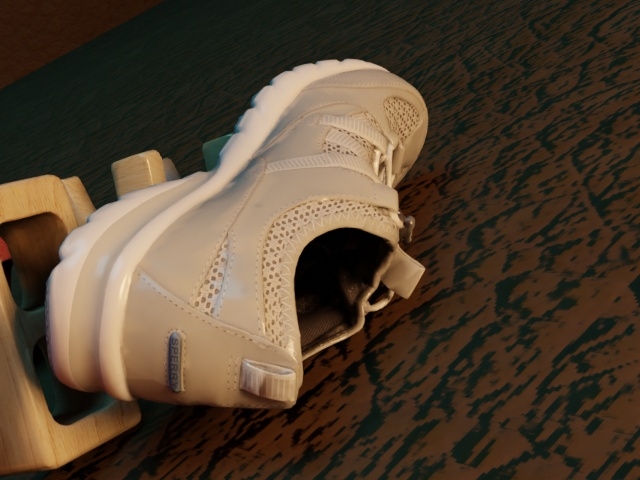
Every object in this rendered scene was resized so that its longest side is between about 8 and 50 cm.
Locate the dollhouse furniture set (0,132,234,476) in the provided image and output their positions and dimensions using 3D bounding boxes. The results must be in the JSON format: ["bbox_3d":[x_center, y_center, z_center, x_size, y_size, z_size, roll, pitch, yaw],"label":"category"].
[{"bbox_3d":[-0.186,0.069,0.486,0.201,0.152,0.374,-15,5,30],"label":"dollhouse furniture set"}]

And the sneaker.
[{"bbox_3d":[0.000,0.000,0.495,0.115,0.105,0.281,17,35,20],"label":"sneaker"}]
